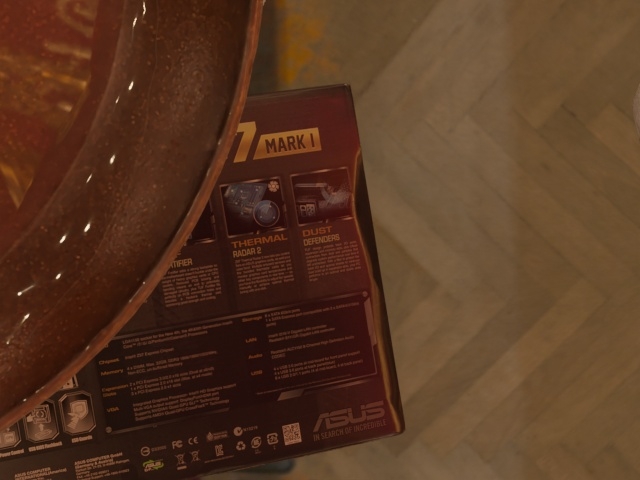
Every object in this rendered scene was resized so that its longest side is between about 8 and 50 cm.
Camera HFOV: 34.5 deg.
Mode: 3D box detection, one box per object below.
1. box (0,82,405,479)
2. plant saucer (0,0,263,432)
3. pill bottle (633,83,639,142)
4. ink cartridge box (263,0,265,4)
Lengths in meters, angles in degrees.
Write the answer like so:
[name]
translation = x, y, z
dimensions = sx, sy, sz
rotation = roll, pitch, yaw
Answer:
[box]
translation = -0.085, 0.027, 0.514
dimensions = 0.233, 0.059, 0.183
rotation = -10, 92, -16
[plant saucer]
translation = -0.161, -0.070, 0.252
dimensions = 0.050, 0.311, 0.310
rotation = 32, 103, 55
[pill bottle]
translation = 0.231, 0.006, 0.494
dimensions = 0.118, 0.117, 0.208
rotation = -11, 122, 24
[ink cartridge box]
translation = -0.063, -0.359, 1.081
dimensions = 0.056, 0.225, 0.181
rotation = -24, 84, -21
